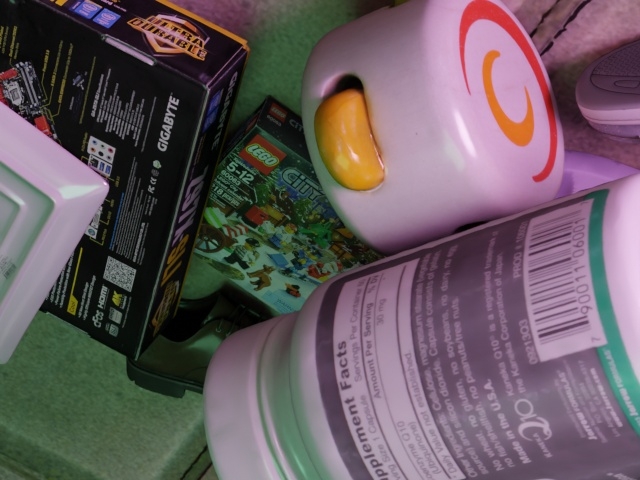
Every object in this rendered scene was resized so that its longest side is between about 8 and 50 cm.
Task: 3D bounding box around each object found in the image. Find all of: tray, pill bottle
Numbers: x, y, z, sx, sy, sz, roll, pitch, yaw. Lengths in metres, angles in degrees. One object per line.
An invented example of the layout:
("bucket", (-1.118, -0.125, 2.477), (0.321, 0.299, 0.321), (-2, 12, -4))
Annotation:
("tray", (-0.286, -0.002, 1.595), (0.145, 0.030, 0.270), (36, 134, 0))
("pill bottle", (0.108, 0.098, 1.363), (0.361, 0.204, 0.204), (-19, 122, 30))

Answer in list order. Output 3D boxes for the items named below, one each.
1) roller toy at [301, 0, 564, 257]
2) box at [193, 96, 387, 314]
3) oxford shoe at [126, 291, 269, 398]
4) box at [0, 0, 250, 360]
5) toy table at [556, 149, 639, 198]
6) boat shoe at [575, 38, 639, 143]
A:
("roller toy", (0.080, -0.084, 1.428), (0.146, 0.209, 0.191), (-19, 127, 30))
("box", (0.000, 0.000, 1.624), (0.233, 0.044, 0.159), (35, 131, -13))
("oxford shoe", (-0.070, 0.098, 1.705), (0.227, 0.083, 0.096), (7, 128, 10))
("box", (-0.215, -0.080, 1.568), (0.257, 0.079, 0.322), (28, 133, 11))
("toy table", (0.235, 0.059, 1.532), (0.274, 0.161, 0.252), (24, 132, -3))
("boat shoe", (0.350, -0.095, 1.398), (0.320, 0.118, 0.103), (-3, 124, 10))
